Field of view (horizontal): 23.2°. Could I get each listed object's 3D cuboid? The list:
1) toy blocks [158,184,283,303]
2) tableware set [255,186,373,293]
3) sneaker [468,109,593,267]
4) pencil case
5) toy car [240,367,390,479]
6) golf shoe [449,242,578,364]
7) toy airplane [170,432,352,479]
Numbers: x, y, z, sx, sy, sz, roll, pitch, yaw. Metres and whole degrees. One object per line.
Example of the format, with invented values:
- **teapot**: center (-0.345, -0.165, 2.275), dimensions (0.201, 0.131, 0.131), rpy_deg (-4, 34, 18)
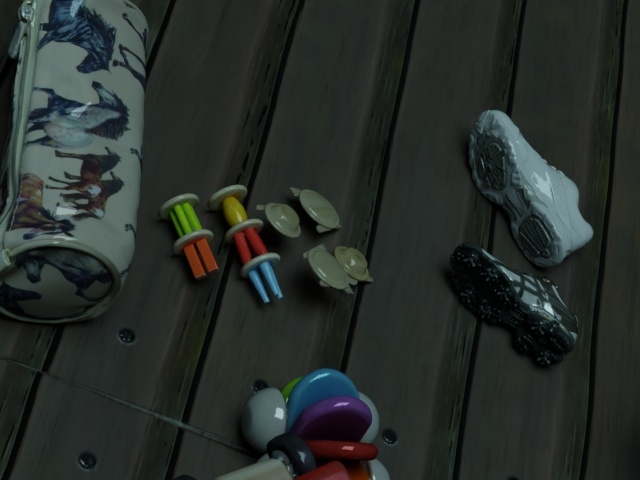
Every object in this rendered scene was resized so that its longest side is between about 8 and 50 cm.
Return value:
- **toy blocks**: center (-0.113, 0.013, 1.865), dimensions (0.123, 0.054, 0.148), rpy_deg (-12, 65, -33)
- **tableware set**: center (0.000, 0.000, 1.922), dimensions (0.169, 0.020, 0.141), rpy_deg (54, 27, 17)
- **sneaker**: center (0.287, -0.076, 2.113), dimensions (0.115, 0.090, 0.232), rpy_deg (-18, 77, -41)
- **pencil case**: center (-0.294, -0.103, 1.783), dimensions (0.183, 0.160, 0.410), rpy_deg (24, 49, -32)
- **toy car**: center (0.006, 0.223, 1.729), dimensions (0.159, 0.136, 0.182), rpy_deg (5, 57, -23)
- **golf shoe**: center (0.249, 0.070, 2.002), dimensions (0.198, 0.077, 0.094), rpy_deg (45, 40, -1)
- **toy airplane**: center (-0.034, 0.401, 1.441), dimensions (0.386, 0.384, 0.272), rpy_deg (-47, 56, 0)
